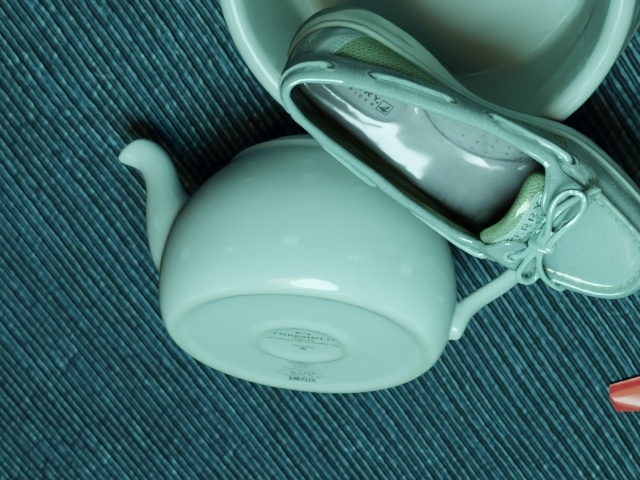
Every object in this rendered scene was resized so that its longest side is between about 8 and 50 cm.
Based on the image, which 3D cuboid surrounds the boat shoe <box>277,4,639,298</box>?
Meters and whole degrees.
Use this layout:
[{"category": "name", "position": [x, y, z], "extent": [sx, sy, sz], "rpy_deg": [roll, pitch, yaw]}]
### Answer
[{"category": "boat shoe", "position": [0.109, -0.047, 1.228], "extent": [0.320, 0.103, 0.118], "rpy_deg": [36, 121, -11]}]

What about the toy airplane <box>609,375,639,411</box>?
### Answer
[{"category": "toy airplane", "position": [0.326, 0.148, 1.465], "extent": [0.151, 0.028, 0.151], "rpy_deg": [4, 121, 8]}]

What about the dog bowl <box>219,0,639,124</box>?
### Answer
[{"category": "dog bowl", "position": [0.080, -0.212, 1.256], "extent": [0.349, 0.102, 0.348], "rpy_deg": [5, 122, 8]}]

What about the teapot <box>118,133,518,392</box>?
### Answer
[{"category": "teapot", "position": [0.000, 0.000, 1.360], "extent": [0.256, 0.187, 0.252], "rpy_deg": [29, 147, -36]}]
